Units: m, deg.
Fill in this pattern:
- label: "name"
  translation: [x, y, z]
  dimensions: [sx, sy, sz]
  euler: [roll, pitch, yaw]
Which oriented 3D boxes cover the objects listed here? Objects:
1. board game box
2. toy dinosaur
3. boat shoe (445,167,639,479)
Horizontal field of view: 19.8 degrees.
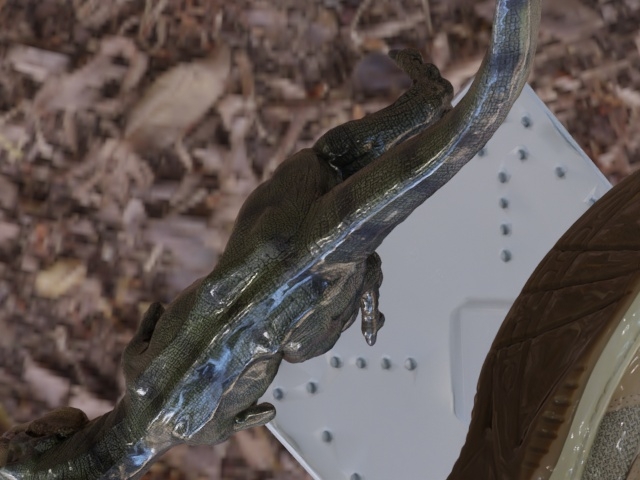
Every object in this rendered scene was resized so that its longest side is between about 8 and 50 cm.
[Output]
- label: "board game box"
  translation: [0.150, 0.110, 1.562]
  dimensions: [0.390, 0.390, 0.050]
  euler: [49, 154, -11]
- label: "toy dinosaur"
  translation: [0.000, 0.000, 0.555]
  dimensions: [0.064, 0.118, 0.268]
  euler: [46, 118, 5]
- label: "boat shoe"
  translation: [0.134, 0.097, 0.877]
  dimensions: [0.098, 0.302, 0.109]
  euler: [35, 158, -19]
